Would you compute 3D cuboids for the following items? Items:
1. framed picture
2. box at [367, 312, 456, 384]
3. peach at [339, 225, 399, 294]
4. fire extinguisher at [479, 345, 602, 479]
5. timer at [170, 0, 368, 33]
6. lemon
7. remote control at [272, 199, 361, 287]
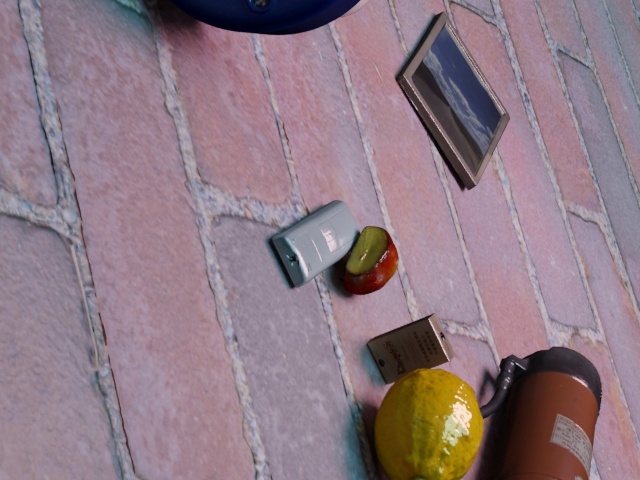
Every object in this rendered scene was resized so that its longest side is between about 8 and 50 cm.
[{"bbox_3d":[0.184,-0.194,2.274,0.189,0.023,0.260,56,28,-13],"label":"framed picture"},{"bbox_3d":[0.098,0.117,1.781,0.024,0.083,0.053,-32,98,-58],"label":"box"},{"bbox_3d":[0.057,0.023,1.795,0.083,0.050,0.077,6,95,-68],"label":"peach"},{"bbox_3d":[0.227,0.260,1.913,0.200,0.113,0.376,18,33,2],"label":"fire extinguisher"},{"bbox_3d":[-0.024,-0.330,1.799,0.383,0.270,0.270,15,54,-76],"label":"timer"},{"bbox_3d":[0.112,0.200,1.706,0.114,0.114,0.155,50,37,-30],"label":"lemon"},{"bbox_3d":[0.000,0.000,1.758,0.061,0.029,0.162,62,26,-4],"label":"remote control"}]
